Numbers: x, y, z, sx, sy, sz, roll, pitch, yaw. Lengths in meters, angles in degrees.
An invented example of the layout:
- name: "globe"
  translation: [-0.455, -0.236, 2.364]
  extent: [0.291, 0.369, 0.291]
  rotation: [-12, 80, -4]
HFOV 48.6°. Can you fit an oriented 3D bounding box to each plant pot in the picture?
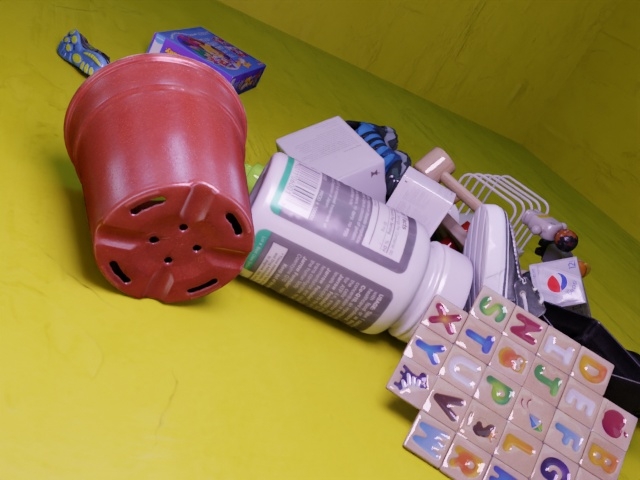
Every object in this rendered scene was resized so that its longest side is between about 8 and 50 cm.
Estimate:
- name: "plant pot"
  translation: [-0.213, -0.075, 0.981]
  extent: [0.273, 0.272, 0.265]
  rotation: [17, 33, -30]
- name: "plant pot"
  translation: [0.411, 0.231, 1.204]
  extent: [0.188, 0.167, 0.187]
  rotation: [20, 24, -27]

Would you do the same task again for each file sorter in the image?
- name: "file sorter"
  translation: [0.470, -0.072, 1.930]
  extent: [0.193, 0.173, 0.278]
  rotation: [41, 25, 26]

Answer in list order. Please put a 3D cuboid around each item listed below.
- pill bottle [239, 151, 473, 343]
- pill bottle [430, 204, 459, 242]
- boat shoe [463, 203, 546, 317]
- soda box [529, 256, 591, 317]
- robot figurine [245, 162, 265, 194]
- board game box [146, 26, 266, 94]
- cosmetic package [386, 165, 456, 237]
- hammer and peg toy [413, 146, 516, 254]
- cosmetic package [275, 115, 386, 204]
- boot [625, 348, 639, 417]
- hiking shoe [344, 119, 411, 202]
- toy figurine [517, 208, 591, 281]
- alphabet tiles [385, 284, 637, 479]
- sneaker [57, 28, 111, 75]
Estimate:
- name: "pill bottle"
  translation: [0.044, 0.025, 1.132]
  extent: [0.361, 0.204, 0.204]
  rotation: [27, 22, -10]
- name: "pill bottle"
  translation: [0.205, -0.038, 1.527]
  extent: [0.180, 0.108, 0.108]
  rotation: [-14, 45, -30]
- name: "boat shoe"
  translation: [0.300, 0.109, 1.148]
  extent: [0.119, 0.335, 0.121]
  rotation: [0, -1, -7]
- name: "soda box"
  translation: [0.487, 0.136, 1.412]
  extent: [0.286, 0.091, 0.098]
  rotation: [46, 36, -55]
- name: "robot figurine"
  translation: [-0.111, -0.108, 1.407]
  extent: [0.115, 0.067, 0.101]
  rotation: [30, 10, -1]
- name: "board game box"
  translation: [-0.310, -0.502, 1.991]
  extent: [0.233, 0.078, 0.347]
  rotation: [30, 22, 0]
- name: "cosmetic package"
  translation: [0.135, -0.006, 1.261]
  extent: [0.099, 0.239, 0.060]
  rotation: [31, 29, 1]
- name: "hammer and peg toy"
  translation: [0.269, 0.015, 1.350]
  extent: [0.361, 0.127, 0.266]
  rotation: [55, 0, -43]
- name: "cosmetic package"
  translation: [0.022, -0.124, 1.425]
  extent: [0.152, 0.151, 0.183]
  rotation: [-24, 46, -16]
- name: "boot"
  translation: [0.680, 0.329, 1.373]
  extent: [0.260, 0.131, 0.348]
  rotation: [21, 12, -39]
- name: "hiking shoe"
  translation: [0.107, -0.172, 1.534]
  extent: [0.132, 0.113, 0.304]
  rotation: [15, 24, -13]
- name: "toy figurine"
  translation: [0.484, 0.058, 1.579]
  extent: [0.148, 0.209, 0.213]
  rotation: [46, -7, 44]
- name: "alphabet tiles"
  translation: [0.274, 0.231, 1.003]
  extent: [0.343, 0.011, 0.285]
  rotation: [32, 60, 4]
- name: "sneaker"
  translation: [-0.511, -0.399, 1.554]
  extent: [0.188, 0.067, 0.078]
  rotation: [41, 3, 29]
